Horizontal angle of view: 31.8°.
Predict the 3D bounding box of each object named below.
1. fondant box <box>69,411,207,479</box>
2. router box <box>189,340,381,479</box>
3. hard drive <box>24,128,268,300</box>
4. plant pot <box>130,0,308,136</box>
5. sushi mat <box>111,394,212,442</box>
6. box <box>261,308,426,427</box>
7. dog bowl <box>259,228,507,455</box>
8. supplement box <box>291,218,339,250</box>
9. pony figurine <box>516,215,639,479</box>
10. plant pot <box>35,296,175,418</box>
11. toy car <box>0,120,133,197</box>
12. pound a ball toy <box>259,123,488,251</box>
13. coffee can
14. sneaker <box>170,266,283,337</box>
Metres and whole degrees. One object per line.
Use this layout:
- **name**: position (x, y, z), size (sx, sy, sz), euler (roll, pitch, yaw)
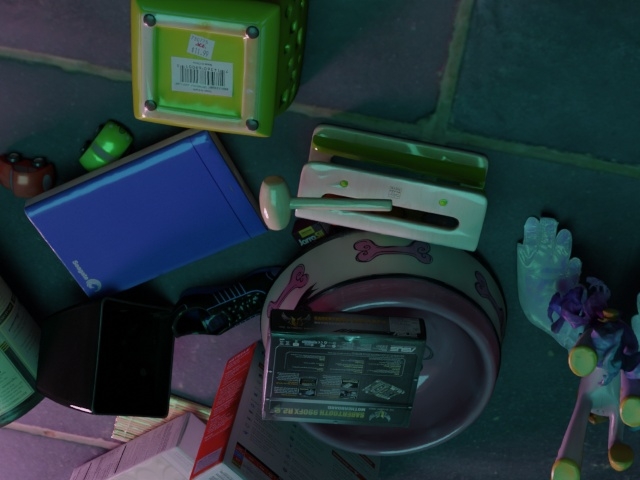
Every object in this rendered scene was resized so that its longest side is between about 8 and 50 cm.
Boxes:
- **fondant box**: position (-0.292, 0.481, 2.126), size (0.330, 0.096, 0.238), euler (-29, 117, 31)
- **router box**: position (-0.045, 0.384, 1.908), size (0.082, 0.301, 0.335), euler (-35, 111, 28)
- **hard drive**: position (-0.272, -0.039, 1.770), size (0.319, 0.040, 0.210), euler (-22, 125, 11)
- **plant pot**: position (-0.144, -0.270, 1.535), size (0.228, 0.207, 0.227), euler (8, 124, 3)
- **sushi mat**: position (-0.228, 0.366, 2.099), size (0.317, 0.019, 0.151), euler (19, 126, -4)
- **box**: position (0.032, 0.193, 1.681), size (0.231, 0.056, 0.183), euler (4, 127, -4)
- **dog bowl**: position (0.104, 0.179, 1.798), size (0.408, 0.150, 0.408), euler (-1, 125, -1)
- **supplement box**: position (0.000, 0.000, 1.793), size (0.055, 0.043, 0.083), euler (-25, 116, 25)
- **pony figurine**: position (0.427, 0.159, 1.687), size (0.303, 0.363, 0.351), euler (8, 109, 13)
- **plant pot**: position (-0.372, 0.199, 1.886), size (0.167, 0.187, 0.188), euler (-3, 169, 31)
- **toy car**: position (-0.381, -0.100, 1.784), size (0.239, 0.053, 0.225), euler (37, 122, -15)
- **pound a ball toy**: position (0.078, -0.050, 1.646), size (0.319, 0.208, 0.135), euler (10, 125, 2)
- **coffee can**: position (-0.594, 0.158, 1.908), size (0.202, 0.201, 0.275), euler (-19, 118, 21)
- **sneaker**: position (-0.141, 0.112, 1.865), size (0.232, 0.090, 0.081), euler (-15, 120, 19)
